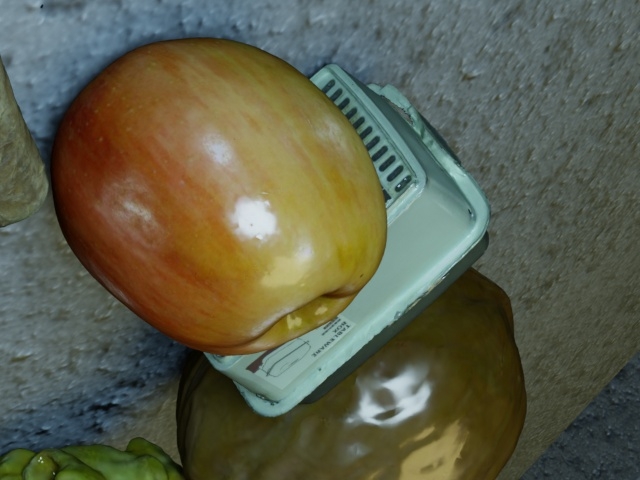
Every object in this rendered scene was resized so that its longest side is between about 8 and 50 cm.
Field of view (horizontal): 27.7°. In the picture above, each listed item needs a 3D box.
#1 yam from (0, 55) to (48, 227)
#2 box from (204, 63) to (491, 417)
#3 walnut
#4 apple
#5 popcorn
[{"bbox_3d":[-0.237,-0.119,0.795,0.081,0.081,0.356,-32,156,-14],"label":"yam"},{"bbox_3d":[0.000,0.000,1.189,0.290,0.220,0.166,-42,144,10],"label":"box"},{"bbox_3d":[0.032,0.166,1.392,0.398,0.354,0.308,-37,128,0],"label":"walnut"},{"bbox_3d":[-0.078,-0.023,0.995,0.242,0.241,0.242,-34,157,-17],"label":"apple"},{"bbox_3d":[-0.260,0.327,1.368,0.250,0.235,0.242,-8,163,10],"label":"popcorn"}]
